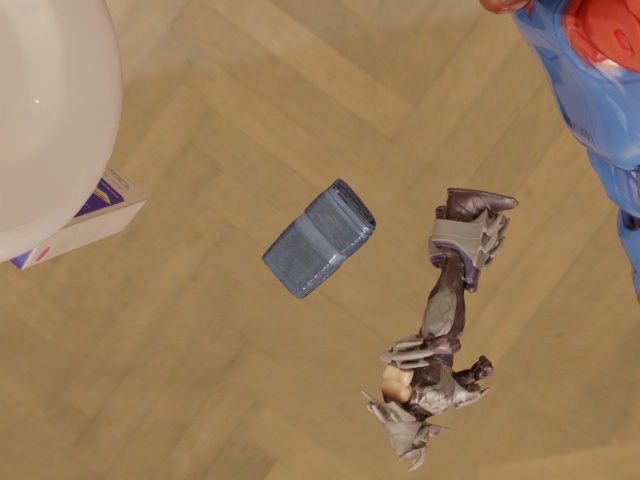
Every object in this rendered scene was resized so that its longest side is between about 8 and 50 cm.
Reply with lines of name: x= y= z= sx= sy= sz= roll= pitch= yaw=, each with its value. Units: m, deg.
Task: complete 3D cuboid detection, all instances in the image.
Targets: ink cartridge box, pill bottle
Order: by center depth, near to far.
pill bottle: x=-0.232 y=-0.054 z=0.575 sx=0.283 sy=0.161 sz=0.161 roll=-8 pitch=83 yaw=46
ink cartridge box: x=-0.319 y=-0.062 z=1.351 sx=0.176 sy=0.371 sz=0.069 roll=41 pitch=102 yaw=3

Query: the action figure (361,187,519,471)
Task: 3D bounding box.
action figure: x=0.123 y=0.093 z=1.292 sx=0.099 sy=0.185 sz=0.285 roll=12 pitch=79 yaw=18

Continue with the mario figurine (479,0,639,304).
mario figurine: x=0.143 y=-0.104 z=0.500 sx=0.170 sy=0.198 sz=0.320 roll=-48 pitch=119 yaw=-29

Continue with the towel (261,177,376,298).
towel: x=0.000 y=0.000 z=1.275 sx=0.119 sy=0.029 sz=0.067 roll=-44 pitch=78 yaw=27
